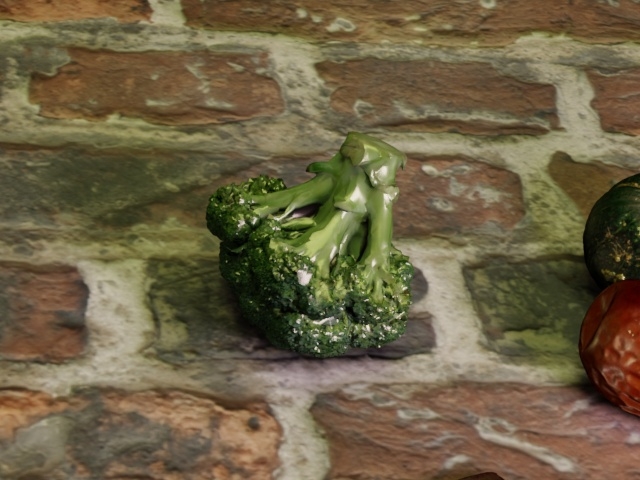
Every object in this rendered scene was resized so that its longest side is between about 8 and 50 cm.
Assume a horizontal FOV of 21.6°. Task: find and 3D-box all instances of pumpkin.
[{"bbox_3d":[0.415,0.002,2.072,0.190,0.146,0.190,1,64,-1],"label":"pumpkin"}]

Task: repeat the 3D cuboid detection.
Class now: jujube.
[{"bbox_3d":[0.412,0.140,1.920,0.236,0.168,0.168,26,42,-7],"label":"jujube"}]

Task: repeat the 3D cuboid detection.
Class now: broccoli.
[{"bbox_3d":[0.000,0.000,1.915,0.270,0.270,0.270,25,18,-9],"label":"broccoli"}]

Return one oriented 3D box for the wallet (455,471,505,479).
[{"bbox_3d":[0.188,0.337,1.747,0.121,0.031,0.232,-13,46,-21],"label":"wallet"}]
